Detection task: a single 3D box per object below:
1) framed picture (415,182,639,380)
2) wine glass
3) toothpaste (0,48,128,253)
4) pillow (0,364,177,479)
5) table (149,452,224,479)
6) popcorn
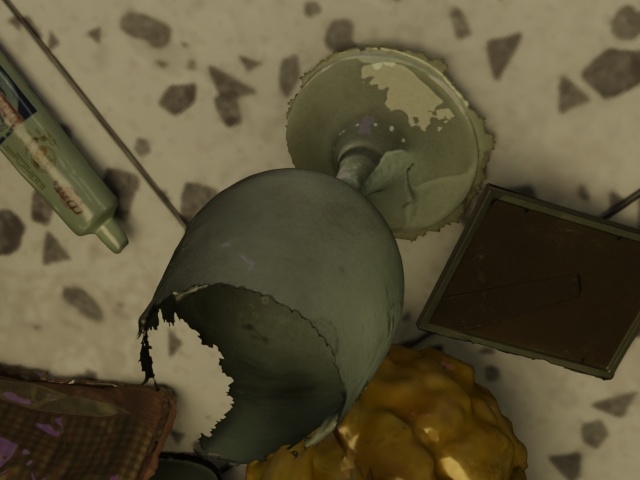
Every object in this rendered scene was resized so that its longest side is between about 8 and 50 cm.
[{"bbox_3d":[0.148,0.029,1.142,0.149,0.011,0.109,16,115,-21],"label":"framed picture"},{"bbox_3d":[0.000,0.000,1.047,0.143,0.321,0.143,8,118,16],"label":"wine glass"},{"bbox_3d":[-0.210,-0.083,1.229,0.060,0.038,0.233,-39,92,20],"label":"toothpaste"},{"bbox_3d":[-0.210,0.139,1.259,0.211,0.135,0.034,5,129,13],"label":"pillow"},{"bbox_3d":[-0.117,0.278,1.281,0.126,0.126,0.220,-1,110,16],"label":"table"},{"bbox_3d":[0.033,0.193,1.161,0.190,0.250,0.250,1,115,-25],"label":"popcorn"}]
